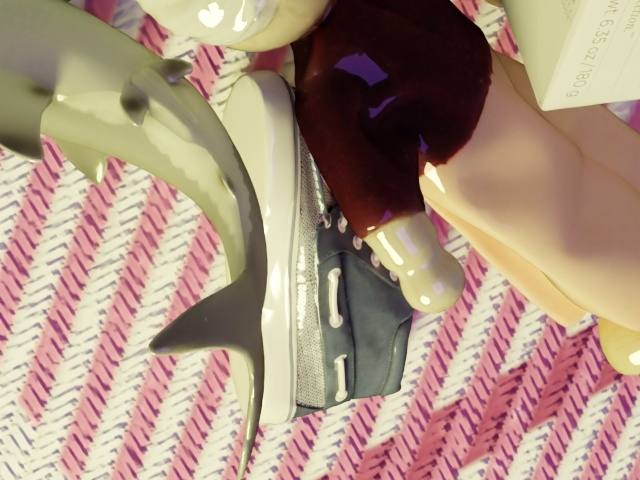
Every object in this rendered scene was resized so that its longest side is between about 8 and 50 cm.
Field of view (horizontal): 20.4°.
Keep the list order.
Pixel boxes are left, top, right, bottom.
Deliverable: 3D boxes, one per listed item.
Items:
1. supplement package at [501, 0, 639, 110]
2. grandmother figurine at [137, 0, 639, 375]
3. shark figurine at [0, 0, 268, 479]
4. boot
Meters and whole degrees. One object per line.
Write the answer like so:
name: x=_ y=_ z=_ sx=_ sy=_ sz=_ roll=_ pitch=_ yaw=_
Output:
supplement package: x=0.227 y=-0.189 z=0.773 sx=0.293 sy=0.175 sz=0.177 roll=-8 pitch=150 yaw=-13
grandmother figurine: x=0.051 y=-0.060 z=0.815 sx=0.342 sy=0.207 sz=0.104 roll=35 pitch=130 yaw=-28
shark figurine: x=-0.094 y=-0.036 z=0.800 sx=0.166 sy=0.278 sz=0.116 roll=-44 pitch=162 yaw=-28
boot: x=0.000 y=0.000 z=0.882 sx=0.086 sy=0.069 sz=0.190 roll=-11 pitch=122 yaw=-20
